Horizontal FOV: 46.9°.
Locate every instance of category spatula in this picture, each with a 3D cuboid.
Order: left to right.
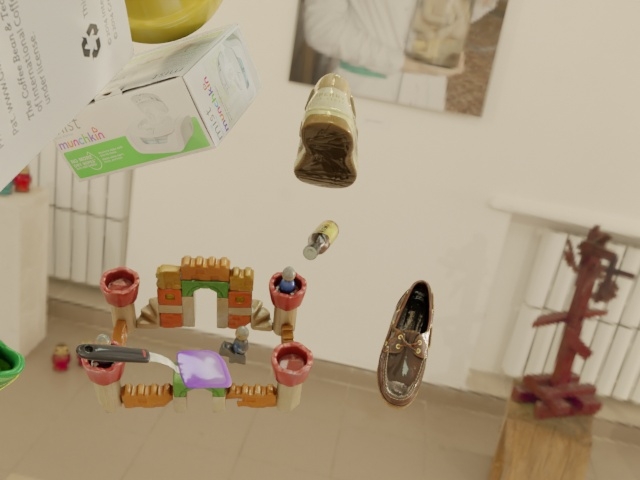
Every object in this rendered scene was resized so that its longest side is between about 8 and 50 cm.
[{"bbox_3d":[-0.279,0.205,1.257,0.296,0.030,0.084,21,34,-44],"label":"spatula"}]

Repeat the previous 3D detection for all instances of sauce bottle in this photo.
[{"bbox_3d":[0.000,0.000,1.311,0.042,0.042,0.128,14,22,10],"label":"sauce bottle"}]

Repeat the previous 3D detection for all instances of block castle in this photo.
[{"bbox_3d":[-0.250,0.191,1.572,0.453,0.213,0.303,2,41,-6],"label":"block castle"}]

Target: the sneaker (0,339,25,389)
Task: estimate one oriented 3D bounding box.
[{"bbox_3d":[-0.584,0.134,1.147,0.123,0.295,0.109,-24,42,23],"label":"sneaker"}]

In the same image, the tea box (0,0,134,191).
[{"bbox_3d":[-0.277,-0.185,0.256,0.323,0.329,0.220,14,44,10],"label":"tea box"}]

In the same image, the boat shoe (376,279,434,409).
[{"bbox_3d":[0.134,0.155,1.143,0.073,0.073,0.207,12,54,3],"label":"boat shoe"}]

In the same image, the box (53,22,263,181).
[{"bbox_3d":[-0.258,-0.223,1.172,0.262,0.126,0.231,-10,31,22],"label":"box"}]

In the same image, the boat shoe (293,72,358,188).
[{"bbox_3d":[0.014,-0.168,1.210,0.109,0.098,0.302,8,-16,2],"label":"boat shoe"}]

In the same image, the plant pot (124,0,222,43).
[{"bbox_3d":[-0.262,-0.438,1.060,0.254,0.254,0.239,8,-1,-4],"label":"plant pot"}]
